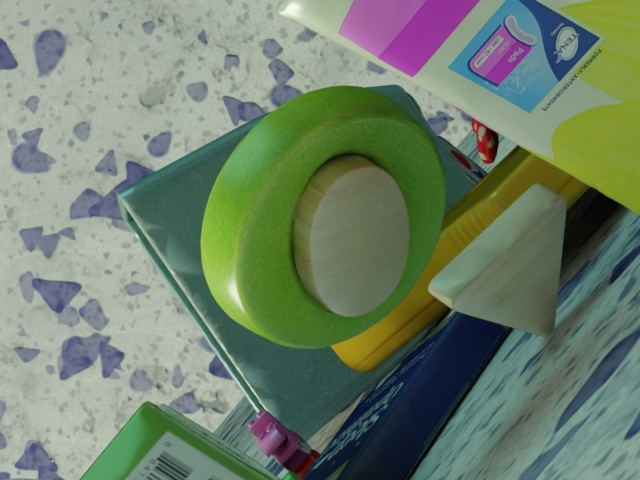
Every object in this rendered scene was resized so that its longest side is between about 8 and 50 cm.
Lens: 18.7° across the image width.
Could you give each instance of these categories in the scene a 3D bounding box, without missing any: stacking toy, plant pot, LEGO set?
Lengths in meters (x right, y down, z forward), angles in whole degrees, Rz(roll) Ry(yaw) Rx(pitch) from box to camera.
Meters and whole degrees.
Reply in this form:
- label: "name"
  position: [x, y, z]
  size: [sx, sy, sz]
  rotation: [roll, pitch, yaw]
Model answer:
- label: "stacking toy"
  position: [0.100, -0.054, 0.915]
  size: [0.309, 0.130, 0.279]
  rotation: [4, -69, -40]
- label: "plant pot"
  position: [0.000, 0.000, 1.645]
  size: [0.252, 0.247, 0.248]
  rotation: [-35, 0, -6]
- label: "LEGO set"
  position: [-0.057, 0.179, 1.338]
  size: [0.087, 0.093, 0.227]
  rotation: [-49, 2, 6]

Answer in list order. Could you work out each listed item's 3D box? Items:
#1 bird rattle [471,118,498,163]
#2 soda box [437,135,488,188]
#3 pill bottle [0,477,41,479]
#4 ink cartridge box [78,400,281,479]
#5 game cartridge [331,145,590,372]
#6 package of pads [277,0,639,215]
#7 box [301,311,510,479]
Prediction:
- label: "bird rattle"
  position: [0.187, -0.162, 1.324]
  size: [0.207, 0.143, 0.253]
  rotation: [-29, -19, -26]
- label: "soda box"
  position: [0.049, 0.040, 1.808]
  size: [0.286, 0.091, 0.098]
  rotation: [-49, 2, 13]
- label: "pill bottle"
  position: [-0.251, 0.326, 1.210]
  size: [0.361, 0.204, 0.204]
  rotation: [-49, 1, 24]
- label: "ink cartridge box"
  position: [-0.073, 0.227, 0.961]
  size: [0.189, 0.097, 0.255]
  rotation: [-50, -32, -19]
- label: "game cartridge"
  position: [0.156, -0.048, 1.323]
  size: [0.285, 0.053, 0.323]
  rotation: [-43, 1, -25]
- label: "package of pads"
  position: [0.158, -0.141, 0.661]
  size: [0.296, 0.229, 0.101]
  rotation: [-50, 19, 36]
- label: "box"
  position: [0.026, 0.135, 1.177]
  size: [0.225, 0.036, 0.136]
  rotation: [-52, 3, -41]
